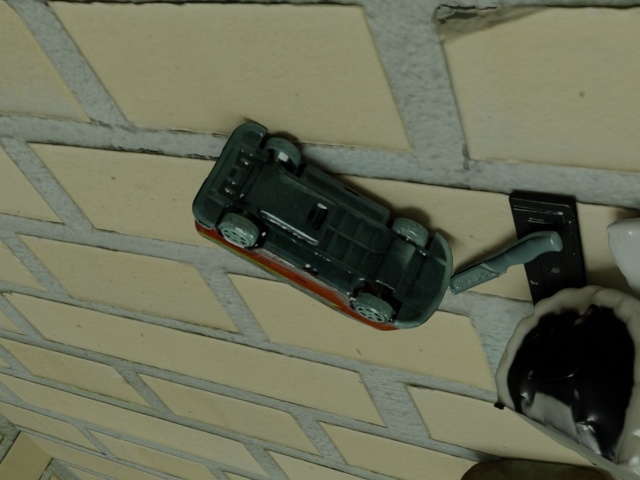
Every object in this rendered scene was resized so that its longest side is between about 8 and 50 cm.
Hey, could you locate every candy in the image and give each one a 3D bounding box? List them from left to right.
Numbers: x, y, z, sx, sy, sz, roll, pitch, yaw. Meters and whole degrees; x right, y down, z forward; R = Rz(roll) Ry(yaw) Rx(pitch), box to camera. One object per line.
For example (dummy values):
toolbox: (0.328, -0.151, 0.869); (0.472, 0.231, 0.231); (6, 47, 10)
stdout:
candy: (0.313, 0.381, 1.275); (0.234, 0.102, 0.104); (-2, 139, 42)

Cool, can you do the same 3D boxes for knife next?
knife: (0.177, 0.025, 0.891); (0.028, 0.015, 0.210); (33, 156, -9)

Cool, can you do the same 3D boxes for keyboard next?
keyboard: (0.229, 0.024, 0.870); (0.061, 0.013, 0.204); (9, 146, 29)

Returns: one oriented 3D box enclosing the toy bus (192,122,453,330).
toy bus: (0.000, 0.000, 0.918); (0.265, 0.121, 0.120); (29, 159, -6)

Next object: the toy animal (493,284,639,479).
toy animal: (0.293, 0.147, 0.860); (0.204, 0.156, 0.208); (34, 175, -30)

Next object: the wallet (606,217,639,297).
wallet: (0.345, 0.016, 0.750); (0.183, 0.032, 0.124); (-3, 139, 44)
